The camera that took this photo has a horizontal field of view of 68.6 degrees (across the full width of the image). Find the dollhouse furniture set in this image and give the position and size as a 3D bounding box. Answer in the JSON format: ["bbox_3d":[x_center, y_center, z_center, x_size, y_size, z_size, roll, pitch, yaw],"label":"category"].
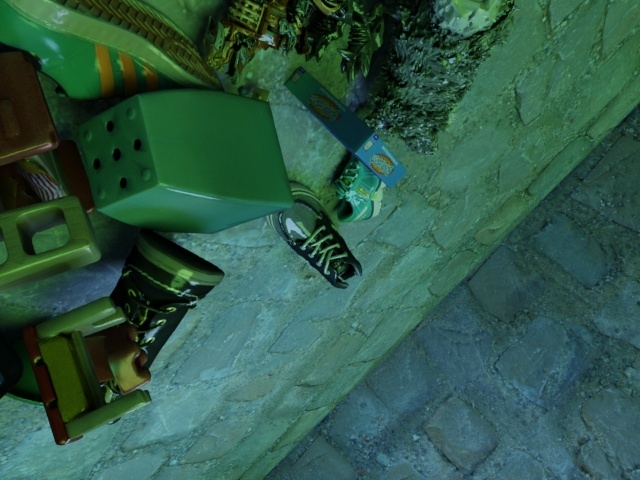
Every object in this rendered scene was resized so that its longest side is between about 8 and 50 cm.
[{"bbox_3d":[-0.304,0.024,0.485,0.152,0.374,0.201,-20,168,-19],"label":"dollhouse furniture set"}]

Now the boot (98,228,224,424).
[{"bbox_3d":[-0.286,0.136,0.714,0.138,0.377,0.284,33,76,-18],"label":"boot"}]

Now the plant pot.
[{"bbox_3d":[-0.177,-0.103,0.621,0.165,0.166,0.234,-16,176,25],"label":"plant pot"}]

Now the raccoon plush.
[{"bbox_3d":[0.145,-0.259,0.754,0.446,0.216,0.299,-39,153,-59],"label":"raccoon plush"}]

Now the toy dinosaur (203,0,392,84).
[{"bbox_3d":[-0.015,-0.339,0.638,0.321,0.164,0.218,-33,138,22],"label":"toy dinosaur"}]

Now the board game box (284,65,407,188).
[{"bbox_3d":[0.045,-0.195,0.817,0.047,0.210,0.160,-46,149,10],"label":"board game box"}]

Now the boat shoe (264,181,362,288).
[{"bbox_3d":[0.000,0.000,1.068,0.127,0.158,0.340,-43,150,4],"label":"boat shoe"}]

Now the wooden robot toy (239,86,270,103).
[{"bbox_3d":[-0.134,-0.175,0.786,0.173,0.076,0.079,-45,160,7],"label":"wooden robot toy"}]

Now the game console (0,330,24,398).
[{"bbox_3d":[-0.483,0.145,0.557,0.250,0.173,0.293,-46,-169,28],"label":"game console"}]

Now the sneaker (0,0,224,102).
[{"bbox_3d":[-0.253,-0.222,0.569,0.121,0.108,0.302,-33,159,24],"label":"sneaker"}]

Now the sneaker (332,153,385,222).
[{"bbox_3d":[0.085,-0.133,1.058,0.109,0.107,0.275,-18,143,-12],"label":"sneaker"}]

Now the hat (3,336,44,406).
[{"bbox_3d":[-0.476,0.171,0.836,0.184,0.172,0.208,-61,-171,-15],"label":"hat"}]
